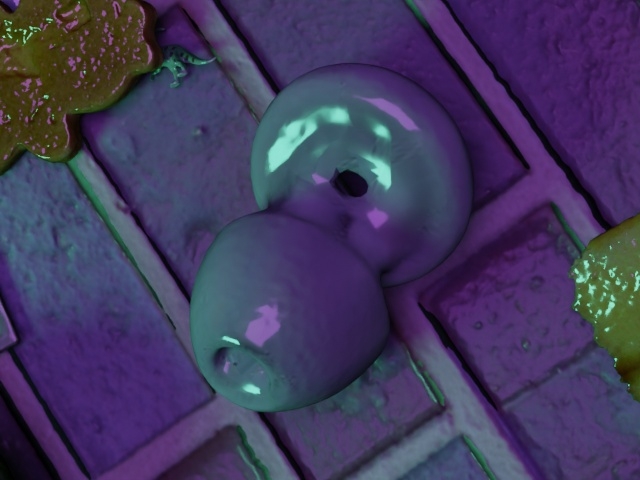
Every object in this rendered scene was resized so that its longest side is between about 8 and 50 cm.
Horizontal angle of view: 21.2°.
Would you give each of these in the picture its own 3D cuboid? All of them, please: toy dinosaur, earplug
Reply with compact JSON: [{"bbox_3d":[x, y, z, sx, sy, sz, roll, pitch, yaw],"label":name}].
[{"bbox_3d":[-0.141,-0.182,1.653,0.083,0.021,0.062,-22,69,14],"label":"toy dinosaur"},{"bbox_3d":[0.002,0.001,1.526,0.214,0.175,0.326,28,92,11],"label":"earplug"}]

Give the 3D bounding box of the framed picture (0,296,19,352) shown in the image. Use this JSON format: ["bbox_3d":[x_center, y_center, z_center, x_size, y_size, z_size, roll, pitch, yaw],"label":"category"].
[{"bbox_3d":[-0.454,0.065,1.708,0.273,0.016,0.216,-26,81,10],"label":"framed picture"}]

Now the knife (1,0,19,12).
[{"bbox_3d":[-0.329,-0.334,1.702,0.080,0.044,0.331,-14,86,9],"label":"knife"}]

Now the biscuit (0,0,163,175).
[{"bbox_3d":[-0.270,-0.171,1.667,0.249,0.035,0.184,-34,83,15],"label":"biscuit"}]

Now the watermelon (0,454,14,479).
[{"bbox_3d":[-0.392,0.270,1.564,0.242,0.242,0.242,-1,85,13],"label":"watermelon"}]

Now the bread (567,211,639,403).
[{"bbox_3d":[0.397,0.031,1.407,0.361,0.245,0.233,-26,81,6],"label":"bread"}]
